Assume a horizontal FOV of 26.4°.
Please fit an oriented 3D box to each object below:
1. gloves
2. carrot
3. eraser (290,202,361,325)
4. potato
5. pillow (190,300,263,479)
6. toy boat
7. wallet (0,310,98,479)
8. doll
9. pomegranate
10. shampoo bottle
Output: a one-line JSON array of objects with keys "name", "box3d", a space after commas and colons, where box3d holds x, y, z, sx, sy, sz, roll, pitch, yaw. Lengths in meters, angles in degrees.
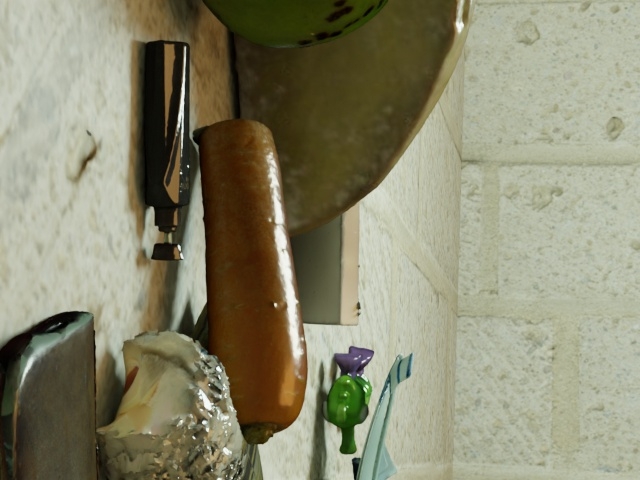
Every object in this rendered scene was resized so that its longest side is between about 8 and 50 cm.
[{"name": "gloves", "box3d": [-0.084, 0.134, 0.821, 0.153, 0.070, 0.114, 83, 13, -45]}, {"name": "carrot", "box3d": [-0.048, 0.028, 0.919, 0.067, 0.067, 0.225, 64, 17, -67]}, {"name": "eraser", "box3d": [0.000, 0.000, 1.212, 0.104, 0.023, 0.150, -2, -94, 59]}, {"name": "potato", "box3d": [0.039, -0.143, 1.122, 0.211, 0.190, 0.264, -51, 141, -73]}, {"name": "pillow", "box3d": [-0.070, 0.142, 0.981, 0.113, 0.038, 0.203, -72, 159, -53]}, {"name": "toy boat", "box3d": [0.061, 0.271, 1.476, 0.210, 0.070, 0.291, 67, 38, -74]}, {"name": "wallet", "box3d": [-0.134, 0.167, 0.670, 0.137, 0.031, 0.255, -30, 119, -77]}, {"name": "doll", "box3d": [0.033, 0.175, 1.509, 0.190, 0.050, 0.115, -16, 115, -83]}, {"name": "pomegranate", "box3d": [0.008, -0.213, 0.903, 0.180, 0.210, 0.179, 15, 90, -70]}, {"name": "shampoo bottle", "box3d": [-0.096, -0.056, 0.858, 0.048, 0.027, 0.137, -14, 105, -79]}]
